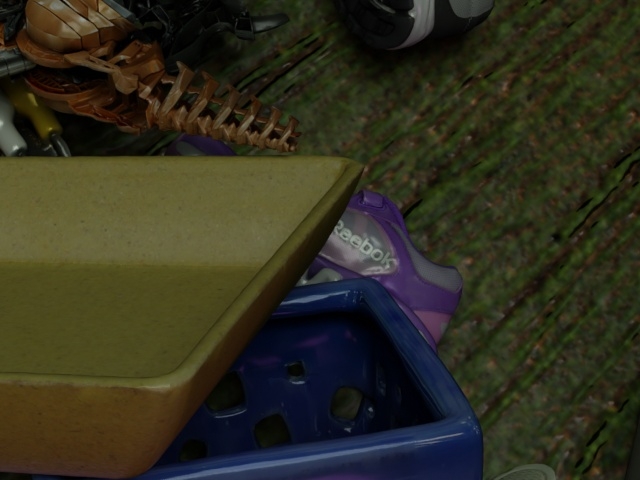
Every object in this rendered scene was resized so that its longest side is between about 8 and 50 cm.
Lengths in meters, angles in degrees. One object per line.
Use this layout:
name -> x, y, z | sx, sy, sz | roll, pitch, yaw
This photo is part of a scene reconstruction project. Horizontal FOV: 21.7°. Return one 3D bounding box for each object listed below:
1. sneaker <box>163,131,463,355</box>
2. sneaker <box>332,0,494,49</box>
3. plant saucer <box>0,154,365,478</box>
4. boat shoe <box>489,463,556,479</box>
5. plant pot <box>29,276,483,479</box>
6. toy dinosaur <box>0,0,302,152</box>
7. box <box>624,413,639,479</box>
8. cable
sneaker -> 0.000, 0.000, 1.131 | 0.236, 0.095, 0.104 | 39, 64, 4
sneaker -> 0.042, -0.257, 1.236 | 0.108, 0.100, 0.271 | -6, 65, -34
plant saucer -> -0.169, 0.039, 0.930 | 0.332, 0.333, 0.081 | 0, 110, 17
boat shoe -> 0.095, 0.247, 1.063 | 0.079, 0.084, 0.233 | 48, 58, -28
plant pot -> -0.044, 0.169, 0.965 | 0.236, 0.236, 0.212 | -8, 110, -10
toy dinosaur -> -0.142, -0.146, 1.103 | 0.322, 0.164, 0.218 | 47, 60, 7
box -> 0.323, 0.168, 1.077 | 0.232, 0.127, 0.149 | 16, 69, 0
cable -> -0.181, -0.030, 1.101 | 0.139, 0.072, 0.287 | -42, 62, -17
